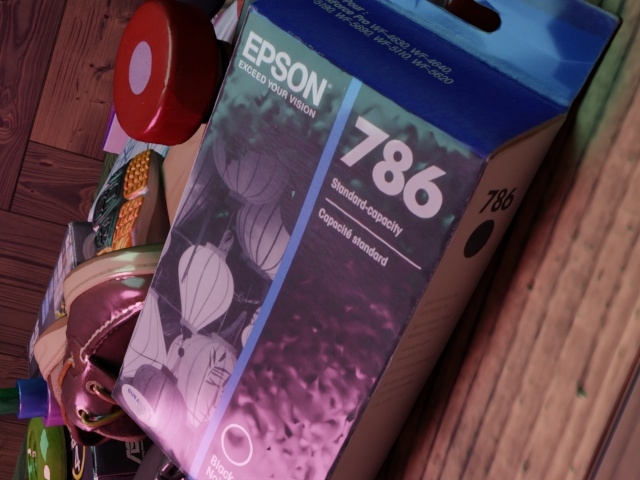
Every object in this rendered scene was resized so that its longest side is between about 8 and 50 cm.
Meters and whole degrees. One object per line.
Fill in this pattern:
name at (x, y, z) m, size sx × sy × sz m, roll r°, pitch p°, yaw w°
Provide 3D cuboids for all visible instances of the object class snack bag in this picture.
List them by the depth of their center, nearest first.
snack bag at (-0.214, -0.185, 1.269) m, size 0.342 × 0.037 × 0.323 m, roll -16°, pitch 46°, yaw 60°

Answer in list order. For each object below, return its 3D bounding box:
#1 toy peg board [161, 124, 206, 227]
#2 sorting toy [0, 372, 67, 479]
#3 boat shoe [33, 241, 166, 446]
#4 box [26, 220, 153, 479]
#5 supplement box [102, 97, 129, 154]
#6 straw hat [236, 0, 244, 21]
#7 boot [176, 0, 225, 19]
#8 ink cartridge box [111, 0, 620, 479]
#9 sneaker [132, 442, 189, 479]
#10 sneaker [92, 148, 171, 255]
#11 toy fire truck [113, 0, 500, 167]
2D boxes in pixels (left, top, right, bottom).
toy peg board at (-0.099, -0.057, 0.926) m, size 0.161 × 0.079 × 0.161 m, roll -54°, pitch 44°, yaw 48°
sorting toy at (-0.376, 0.277, 1.046) m, size 0.127 × 0.126 × 0.366 m, roll 66°, pitch 145°, yaw 38°
boat shoe at (-0.150, 0.098, 0.704) m, size 0.342 × 0.123 × 0.123 m, roll -36°, pitch 64°, yaw 52°
box at (-0.305, 0.205, 1.146) m, size 0.395 × 0.097 × 0.318 m, roll 131°, pitch 135°, yaw -52°
supplement box at (-0.332, -0.263, 1.661) m, size 0.220 × 0.111 × 0.114 m, roll -92°, pitch 25°, yaw -43°
straw hat at (-0.004, -0.218, 0.765) m, size 0.061 × 0.144 × 0.145 m, roll 35°, pitch 116°, yaw 25°
boot at (-0.123, -0.410, 1.170) m, size 0.247 × 0.094 × 0.207 m, roll -60°, pitch 15°, yaw -8°
ink cartridge box at (0.000, 0.000, 0.468) m, size 0.165 × 0.065 × 0.333 m, roll 37°, pitch 116°, yaw 30°
sneaker at (-0.106, 0.204, 0.707) m, size 0.286 × 0.109 × 0.130 m, roll -51°, pitch 19°, yaw 35°
sneaker at (-0.192, 0.021, 1.017) m, size 0.099 × 0.121 × 0.263 m, roll -22°, pitch 56°, yaw 35°
toy fire truck at (0.002, -0.124, 0.568) m, size 0.254 × 0.169 × 0.302 m, roll 45°, pitch 121°, yaw 48°
